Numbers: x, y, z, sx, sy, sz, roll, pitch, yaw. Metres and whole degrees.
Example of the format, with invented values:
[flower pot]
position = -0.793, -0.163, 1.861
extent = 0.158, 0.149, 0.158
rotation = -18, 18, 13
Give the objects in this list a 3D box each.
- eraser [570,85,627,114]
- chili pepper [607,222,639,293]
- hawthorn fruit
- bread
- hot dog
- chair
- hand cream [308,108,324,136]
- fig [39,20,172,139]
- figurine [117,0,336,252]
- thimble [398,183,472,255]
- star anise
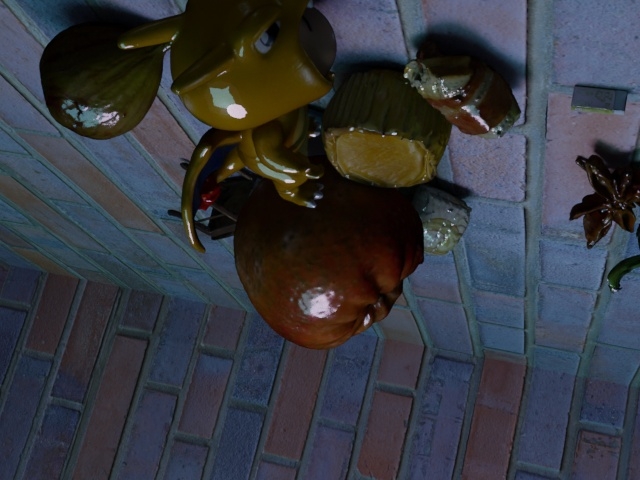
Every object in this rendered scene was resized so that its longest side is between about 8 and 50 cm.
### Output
[eraser]
position = 0.443, -0.222, 1.479
extent = 0.083, 0.038, 0.019
rotation = 10, 161, 17
[chili pepper]
position = 0.670, 0.027, 1.762
extent = 0.261, 0.174, 0.165
rotation = -17, 170, -12
[hawthorn fruit]
position = 0.000, 0.000, 1.887
extent = 0.402, 0.403, 0.403
rotation = 13, 163, 4
[bread]
position = 0.116, -0.199, 1.656
extent = 0.227, 0.143, 0.253
rotation = 14, 161, 5
[hot dog]
position = 0.232, -0.244, 1.492
extent = 0.213, 0.103, 0.146
rotation = 37, 173, -34
[chair]
position = -0.187, -0.078, 2.277
extent = 0.319, 0.160, 0.186
rotation = 29, 153, -37
[hand cream]
position = -0.048, -0.246, 1.815
extent = 0.224, 0.048, 0.083
rotation = 19, 166, 0
[fig]
position = -0.333, -0.307, 1.654
extent = 0.320, 0.217, 0.217
rotation = -18, 151, 20
[figurine]
position = -0.113, -0.205, 1.426
extent = 0.268, 0.401, 0.387
rotation = 9, 151, 18
[thimble]
position = 0.234, -0.052, 2.045
extent = 0.143, 0.137, 0.190
rotation = 21, 148, -15
[star anise]
position = 0.549, -0.085, 1.716
extent = 0.196, 0.111, 0.212
rotation = -8, 128, 9
